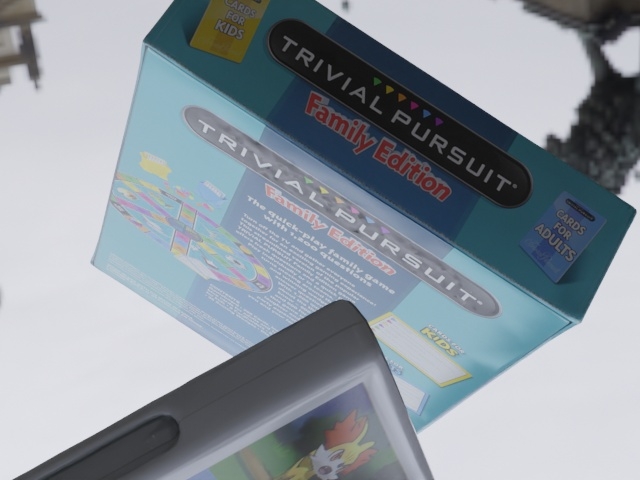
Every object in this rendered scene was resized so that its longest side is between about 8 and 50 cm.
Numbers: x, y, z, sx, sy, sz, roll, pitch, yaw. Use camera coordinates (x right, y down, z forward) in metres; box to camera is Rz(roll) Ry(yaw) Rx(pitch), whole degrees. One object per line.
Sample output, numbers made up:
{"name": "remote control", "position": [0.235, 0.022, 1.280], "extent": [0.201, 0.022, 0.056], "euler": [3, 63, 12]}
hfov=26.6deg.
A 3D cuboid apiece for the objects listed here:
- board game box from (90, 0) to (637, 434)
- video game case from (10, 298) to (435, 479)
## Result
{"name": "board game box", "position": [0.000, 0.000, 0.817], "extent": [0.254, 0.336, 0.079], "euler": [33, -115, -1]}
{"name": "video game case", "position": [-0.078, 0.184, 0.611], "extent": [0.300, 0.329, 0.036], "euler": [-28, -125, -4]}
